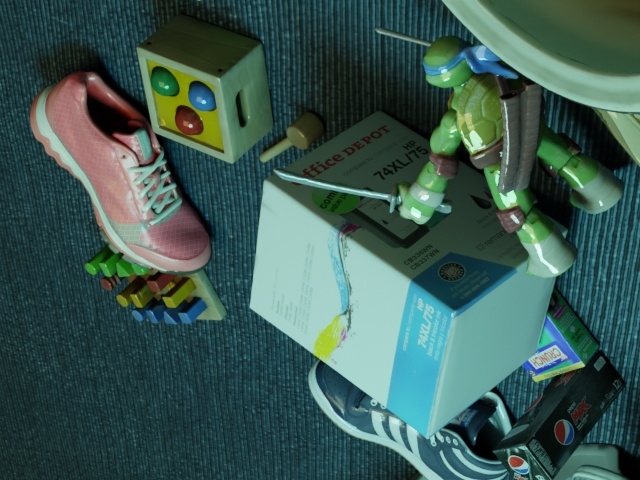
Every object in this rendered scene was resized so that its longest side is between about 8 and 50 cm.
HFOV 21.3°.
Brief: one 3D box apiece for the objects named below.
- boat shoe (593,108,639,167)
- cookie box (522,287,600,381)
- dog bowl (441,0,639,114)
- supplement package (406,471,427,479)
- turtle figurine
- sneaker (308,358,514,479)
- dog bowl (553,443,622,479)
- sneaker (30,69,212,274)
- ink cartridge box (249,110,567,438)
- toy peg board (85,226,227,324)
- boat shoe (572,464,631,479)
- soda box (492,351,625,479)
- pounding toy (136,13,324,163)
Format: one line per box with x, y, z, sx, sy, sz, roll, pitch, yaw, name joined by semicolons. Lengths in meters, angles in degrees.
0.282;-0.169;1.591;0.098;0.109;0.302;-42;80;20;boat shoe
0.250;0.101;1.934;0.107;0.040;0.092;51;144;-8;cookie box
0.228;-0.312;1.398;0.408;0.150;0.408;39;152;25;dog bowl
0.178;0.471;2.262;0.293;0.175;0.177;43;144;3;supplement package
0.155;-0.098;1.701;0.275;0.197;0.266;-27;119;36;turtle figurine
0.123;0.212;2.122;0.282;0.099;0.153;35;149;2;sneaker
0.379;0.411;2.064;0.349;0.102;0.348;27;140;25;dog bowl
-0.245;-0.086;2.187;0.314;0.116;0.136;50;144;-6;sneaker
0.089;0.032;1.852;0.270;0.198;0.197;35;138;27;ink cartridge box
-0.239;0.060;2.359;0.161;0.079;0.160;0;125;46;toy peg board
0.342;0.389;1.899;0.118;0.103;0.320;9;132;40;boat shoe
0.268;0.199;1.902;0.053;0.169;0.060;54;144;-11;soda box
-0.104;-0.143;2.002;0.206;0.094;0.181;23;139;29;pounding toy
